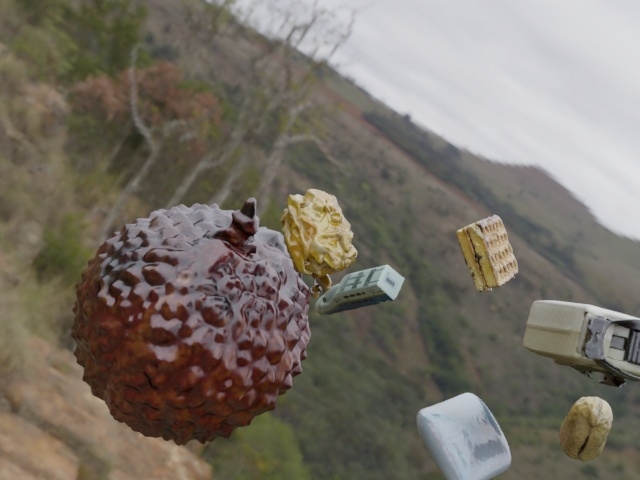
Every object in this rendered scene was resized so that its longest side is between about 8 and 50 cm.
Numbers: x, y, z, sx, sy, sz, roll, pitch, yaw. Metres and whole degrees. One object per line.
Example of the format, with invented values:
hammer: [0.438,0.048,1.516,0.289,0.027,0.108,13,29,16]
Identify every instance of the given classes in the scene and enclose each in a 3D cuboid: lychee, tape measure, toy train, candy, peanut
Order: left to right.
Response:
lychee: [-0.209,0.126,2.057,0.424,0.500,0.425,20,39,-17]
toy train: [0.053,0.092,2.142,0.051,0.052,0.234,42,-32,-23]
candy: [0.224,0.306,1.844,0.174,0.071,0.138,-6,63,-58]
peanut: [0.416,0.291,1.879,0.080,0.080,0.174,35,-22,19]
tape measure: [0.517,0.192,2.176,0.231,0.133,0.271,15,-6,-15]

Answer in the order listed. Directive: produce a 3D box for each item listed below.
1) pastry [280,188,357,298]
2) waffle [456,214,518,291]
pastry: [0.000,0.000,1.840,0.250,0.102,0.154,43,23,-86]
waffle: [0.248,0.019,1.773,0.148,0.042,0.103,-17,88,-69]
